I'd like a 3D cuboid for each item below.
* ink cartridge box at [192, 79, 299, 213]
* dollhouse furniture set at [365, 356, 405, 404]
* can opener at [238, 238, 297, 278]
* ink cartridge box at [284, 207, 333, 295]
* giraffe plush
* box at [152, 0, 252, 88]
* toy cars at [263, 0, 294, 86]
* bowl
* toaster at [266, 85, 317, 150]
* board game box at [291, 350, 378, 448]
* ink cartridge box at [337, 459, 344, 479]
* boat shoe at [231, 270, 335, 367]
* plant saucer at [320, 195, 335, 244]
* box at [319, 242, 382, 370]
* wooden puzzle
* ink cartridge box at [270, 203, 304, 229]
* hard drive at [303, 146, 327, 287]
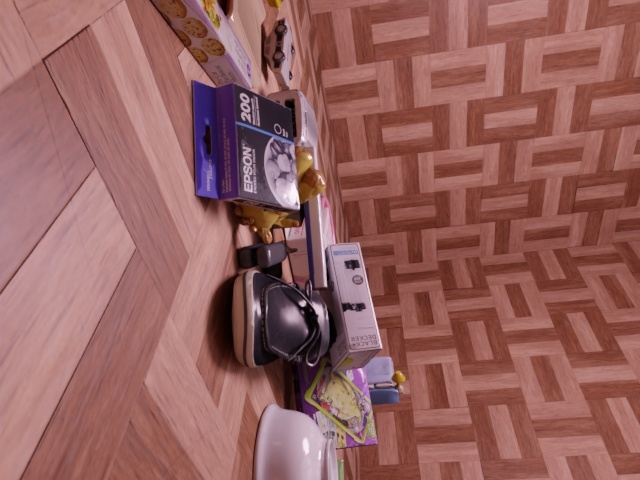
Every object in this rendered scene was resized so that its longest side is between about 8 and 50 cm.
[{"bbox_3d":[-0.125,-0.162,0.887,0.208,0.045,0.207,8,73,-49],"label":"ink cartridge box"},{"bbox_3d":[0.123,0.383,1.704,0.286,0.303,0.198,-78,161,-68],"label":"dollhouse furniture set"},{"bbox_3d":[-0.107,0.042,1.116,0.280,0.074,0.093,11,74,-82],"label":"can opener"},{"bbox_3d":[-0.022,0.036,1.584,0.207,0.119,0.354,-82,164,-61],"label":"ink cartridge box"},{"bbox_3d":[-0.107,-0.092,1.035,0.210,0.181,0.170,-62,176,25],"label":"giraffe plush"},{"bbox_3d":[-0.189,-0.347,0.846,0.324,0.067,0.063,49,36,-78],"label":"box"},{"bbox_3d":[-0.138,-0.630,1.414,0.176,0.087,0.394,-64,151,-67],"label":"toy cars"},{"bbox_3d":[-0.037,0.492,1.059,0.298,0.133,0.298,-6,90,-83],"label":"bowl"},{"bbox_3d":[-0.083,-0.302,1.391,0.146,0.128,0.227,38,49,-74],"label":"toaster"},{"bbox_3d":[0.027,0.360,1.325,0.056,0.208,0.347,-46,-134,53],"label":"board game box"},{"bbox_3d":[0.011,0.587,1.221,0.209,0.062,0.109,137,-44,-57],"label":"ink cartridge box"},{"bbox_3d":[-0.064,0.167,1.049,0.500,0.155,0.187,55,31,-72],"label":"boat shoe"},{"bbox_3d":[0.000,0.000,1.923,0.332,0.084,0.333,-7,90,-82],"label":"plant saucer"},{"bbox_3d":[0.066,0.170,1.305,0.169,0.087,0.290,115,-32,-59],"label":"box"},{"bbox_3d":[-0.178,-0.515,1.180,0.221,0.044,0.239,69,21,-65],"label":"wooden puzzle"},{"bbox_3d":[-0.087,-0.074,1.297,0.122,0.088,0.052,-77,161,-68],"label":"ink cartridge box"},{"bbox_3d":[-0.015,-0.041,1.235,0.210,0.040,0.319,83,3,-82],"label":"hard drive"}]
